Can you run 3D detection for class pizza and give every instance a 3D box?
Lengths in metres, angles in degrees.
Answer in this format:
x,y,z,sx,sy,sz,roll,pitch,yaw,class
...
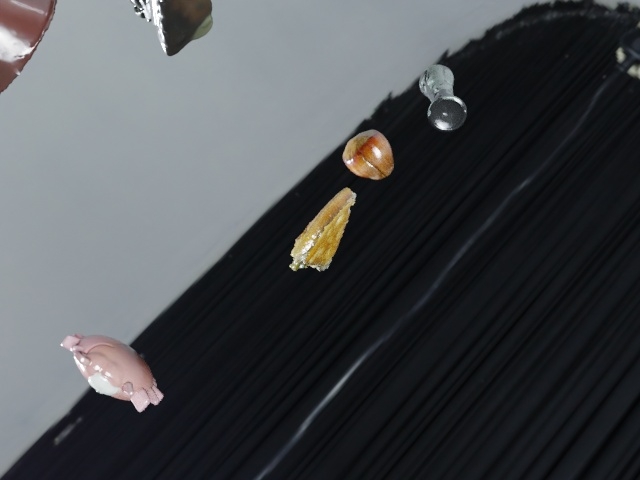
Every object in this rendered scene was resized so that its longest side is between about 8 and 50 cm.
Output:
x,y,z,sx,sy,sz,roll,pitch,yaw,class
0.000,0.000,1.428,0.052,0.185,0.195,34,156,16,pizza

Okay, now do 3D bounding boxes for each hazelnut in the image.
x,y,z,sx,sy,sz,roll,pitch,yaw,class
0.077,-0.131,1.206,0.086,0.086,0.086,41,169,10,hazelnut

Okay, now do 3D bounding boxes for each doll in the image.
x,y,z,sx,sy,sz,roll,pitch,yaw,class
-0.391,0.247,1.488,0.211,0.093,0.262,36,174,17,doll

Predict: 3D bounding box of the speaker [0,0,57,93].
x,y,z,sx,sy,sz,roll,pitch,yaw,class
-0.503,-0.276,0.892,0.198,0.259,0.329,-14,152,37,speaker

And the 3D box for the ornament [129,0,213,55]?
x,y,z,sx,sy,sz,roll,pitch,yaw,class
-0.284,-0.458,1.214,0.260,0.106,0.251,44,153,20,ornament

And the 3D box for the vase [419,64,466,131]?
x,y,z,sx,sy,sz,roll,pitch,yaw,class
0.189,-0.224,1.208,0.059,0.059,0.167,47,-160,-20,vase
